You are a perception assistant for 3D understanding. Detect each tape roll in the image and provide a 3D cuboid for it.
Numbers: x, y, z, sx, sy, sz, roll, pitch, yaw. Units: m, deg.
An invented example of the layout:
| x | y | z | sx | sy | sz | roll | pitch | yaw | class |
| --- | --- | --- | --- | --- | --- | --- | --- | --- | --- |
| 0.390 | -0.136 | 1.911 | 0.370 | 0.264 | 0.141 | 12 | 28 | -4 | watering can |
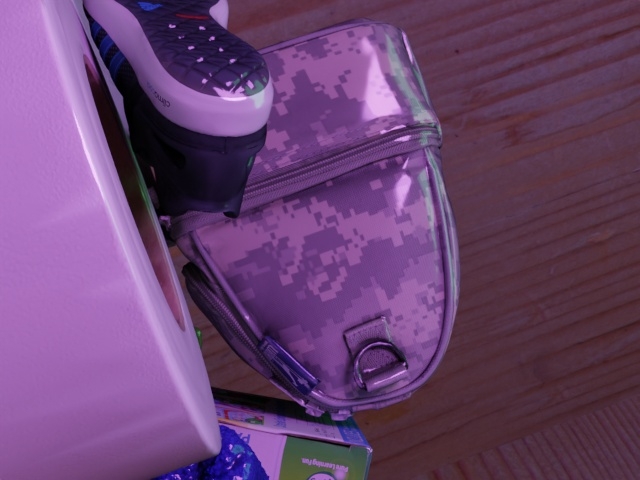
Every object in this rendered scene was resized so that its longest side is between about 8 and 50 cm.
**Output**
| x | y | z | sx | sy | sz | roll | pitch | yaw | class |
| --- | --- | --- | --- | --- | --- | --- | --- | --- | --- |
| -0.160 | 0.007 | 0.632 | 0.246 | 0.169 | 0.246 | 161 | -90 | -87 | tape roll |

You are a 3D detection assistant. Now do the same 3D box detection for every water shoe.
| x | y | z | sx | sy | sz | roll | pitch | yaw | class |
| --- | --- | --- | --- | --- | --- | --- | --- | --- | --- |
| -0.078 | -0.076 | 0.695 | 0.203 | 0.073 | 0.080 | -120 | -143 | -60 | water shoe |

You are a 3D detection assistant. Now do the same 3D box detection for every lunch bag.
| x | y | z | sx | sy | sz | roll | pitch | yaw | class |
| --- | --- | --- | --- | --- | --- | --- | --- | --- | --- |
| 0.000 | 0.000 | 1.072 | 0.305 | 0.212 | 0.256 | 96 | -27 | -85 | lunch bag |

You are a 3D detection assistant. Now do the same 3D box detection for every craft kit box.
| x | y | z | sx | sy | sz | roll | pitch | yaw | class |
| --- | --- | --- | --- | --- | --- | --- | --- | --- | --- |
| -0.097 | 0.129 | 0.979 | 0.250 | 0.247 | 0.061 | 117 | -14 | -87 | craft kit box |

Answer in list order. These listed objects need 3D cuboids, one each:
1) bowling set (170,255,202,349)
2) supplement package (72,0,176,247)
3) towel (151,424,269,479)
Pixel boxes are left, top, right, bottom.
| x | y | z | sx | sy | sz | roll | pitch | yaw | class |
| --- | --- | --- | --- | --- | --- | --- | --- | --- | --- |
| -0.159 | 0.081 | 1.400 | 0.287 | 0.200 | 0.154 | -42 | 114 | -88 | bowling set |
| -0.217 | -0.069 | 1.092 | 0.194 | 0.149 | 0.203 | 139 | -68 | -88 | supplement package |
| -0.084 | 0.252 | 0.811 | 0.308 | 0.076 | 0.227 | 79 | 32 | -59 | towel |
